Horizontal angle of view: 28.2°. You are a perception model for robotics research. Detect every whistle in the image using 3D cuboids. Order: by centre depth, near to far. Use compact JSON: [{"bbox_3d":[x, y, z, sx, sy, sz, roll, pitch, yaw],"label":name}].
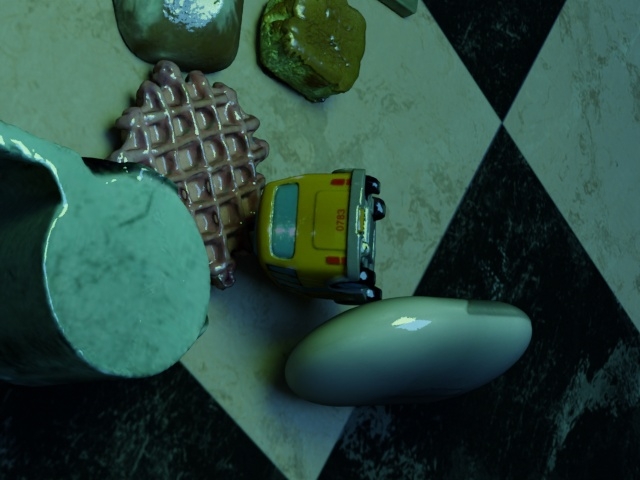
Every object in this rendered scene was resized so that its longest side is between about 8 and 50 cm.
[{"bbox_3d":[-0.258,-0.018,1.144,0.404,0.168,0.188,57,48,-23],"label":"whistle"}]

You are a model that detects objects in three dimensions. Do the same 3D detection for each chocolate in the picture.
[{"bbox_3d":[-0.134,-0.315,1.378,0.157,0.080,0.253,7,84,-44],"label":"chocolate"}]

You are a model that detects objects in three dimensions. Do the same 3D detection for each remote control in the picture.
[{"bbox_3d":[0.106,0.130,1.468,0.332,0.221,0.103,8,61,-46],"label":"remote control"}]

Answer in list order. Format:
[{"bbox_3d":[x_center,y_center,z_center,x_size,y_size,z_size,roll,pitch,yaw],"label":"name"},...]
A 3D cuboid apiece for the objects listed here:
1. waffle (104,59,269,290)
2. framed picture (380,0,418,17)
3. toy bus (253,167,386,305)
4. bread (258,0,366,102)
[{"bbox_3d":[-0.135,-0.073,1.366,0.221,0.055,0.234,42,53,-36],"label":"waffle"},{"bbox_3d":[-0.005,-0.520,1.608,0.446,0.028,0.326,27,64,-41],"label":"framed picture"},{"bbox_3d":[0.000,0.000,1.398,0.209,0.136,0.126,60,32,-76],"label":"toy bus"},{"bbox_3d":[-0.008,-0.243,1.523,0.140,0.069,0.127,29,62,-41],"label":"bread"}]
